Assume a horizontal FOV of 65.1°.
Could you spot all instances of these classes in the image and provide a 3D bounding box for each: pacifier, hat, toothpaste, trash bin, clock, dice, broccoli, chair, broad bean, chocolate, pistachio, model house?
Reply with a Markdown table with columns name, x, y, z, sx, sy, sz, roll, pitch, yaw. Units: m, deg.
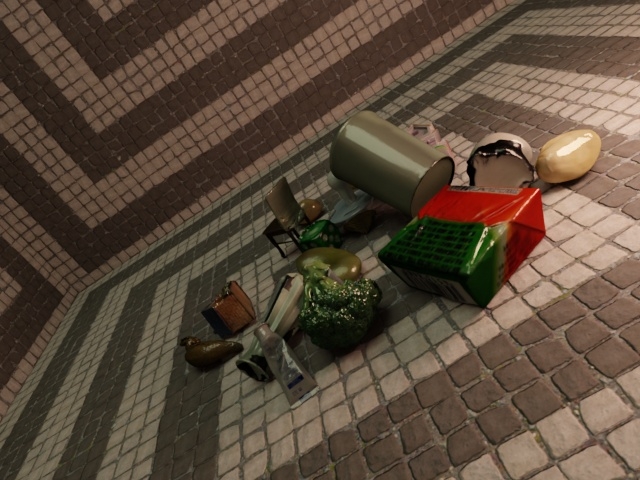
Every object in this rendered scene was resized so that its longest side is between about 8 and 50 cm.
| name | x | y | z | sx | sy | sz | roll | pitch | yaw |
| --- | --- | --- | --- | --- | --- | --- | --- | --- | --- |
| pacifier | 0.099 | -0.185 | 2.046 | 0.244 | 0.233 | 0.299 | -26 | 19 | 19 |
| hat | 0.167 | -0.053 | 1.952 | 0.146 | 0.067 | 0.146 | -24 | -17 | -8 |
| toothpaste | -0.108 | 0.353 | 1.446 | 0.096 | 0.061 | 0.266 | -38 | 57 | -3 |
| trash bin | 0.237 | -0.282 | 1.815 | 0.432 | 0.280 | 0.280 | 36 | 69 | 31 |
| clock | 0.416 | -0.358 | 2.062 | 0.235 | 0.166 | 0.310 | -25 | 33 | 23 |
| dice | 0.000 | 0.000 | 1.993 | 0.128 | 0.120 | 0.131 | -8 | 37 | 43 |
| broccoli | 0.040 | 0.181 | 1.460 | 0.270 | 0.270 | 0.270 | -35 | 67 | 1 |
| chair | -0.157 | -0.091 | 2.119 | 0.186 | 0.319 | 0.160 | -7 | 36 | 47 |
| broad bean | 0.038 | 0.103 | 1.785 | 0.263 | 0.121 | 0.189 | 17 | 49 | 43 |
| chocolate | 0.401 | 0.005 | 1.404 | 0.341 | 0.161 | 0.360 | -44 | 26 | -18 |
| pistachio | 0.737 | -0.242 | 1.493 | 0.200 | 0.117 | 0.145 | -28 | 62 | -1 |
| model house | -0.364 | 0.269 | 1.934 | 0.172 | 0.166 | 0.183 | -38 | 12 | 2 |

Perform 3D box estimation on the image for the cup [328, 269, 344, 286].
| name | x | y | z | sx | sy | sz | roll | pitch | yaw |
| --- | --- | --- | --- | --- | --- | --- | --- | --- | --- |
| cup | 0.029 | 0.180 | 1.614 | 0.095 | 0.129 | 0.128 | -25 | 28 | 38 |

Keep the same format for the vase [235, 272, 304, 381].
| name | x | y | z | sx | sy | sz | roll | pitch | yaw |
| --- | --- | --- | --- | --- | --- | --- | --- | --- | --- |
| vase | -0.139 | 0.274 | 1.635 | 0.165 | 0.165 | 0.360 | -11 | 36 | 43 |

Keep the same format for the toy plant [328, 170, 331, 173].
| name | x | y | z | sx | sy | sz | roll | pitch | yaw |
| --- | --- | --- | --- | --- | --- | --- | --- | --- | --- |
| toy plant | 0.169 | -0.295 | 2.148 | 0.240 | 0.154 | 0.088 | -11 | 77 | 27 |

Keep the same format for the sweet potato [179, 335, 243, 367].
| name | x | y | z | sx | sy | sz | roll | pitch | yaw |
| --- | --- | --- | --- | --- | --- | --- | --- | --- | --- |
| sweet potato | -0.427 | 0.408 | 1.829 | 0.310 | 0.098 | 0.124 | -9 | 28 | 40 |

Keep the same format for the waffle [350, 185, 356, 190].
| name | x | y | z | sx | sy | sz | roll | pitch | yaw |
| --- | --- | --- | --- | --- | --- | --- | --- | --- | --- |
| waffle | 0.188 | -0.244 | 2.258 | 0.193 | 0.070 | 0.197 | -42 | 25 | -14 |

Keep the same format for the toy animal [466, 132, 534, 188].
| name | x | y | z | sx | sy | sz | roll | pitch | yaw |
| --- | --- | --- | --- | --- | --- | --- | --- | --- | --- |
| toy animal | 0.564 | -0.222 | 1.569 | 0.212 | 0.213 | 0.267 | -21 | 11 | 29 |

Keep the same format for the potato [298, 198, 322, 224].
| name | x | y | z | sx | sy | sz | roll | pitch | yaw |
| --- | --- | --- | --- | --- | --- | --- | --- | --- | --- |
| potato | -0.063 | -0.137 | 2.353 | 0.147 | 0.112 | 0.112 | -45 | 25 | -5 |
